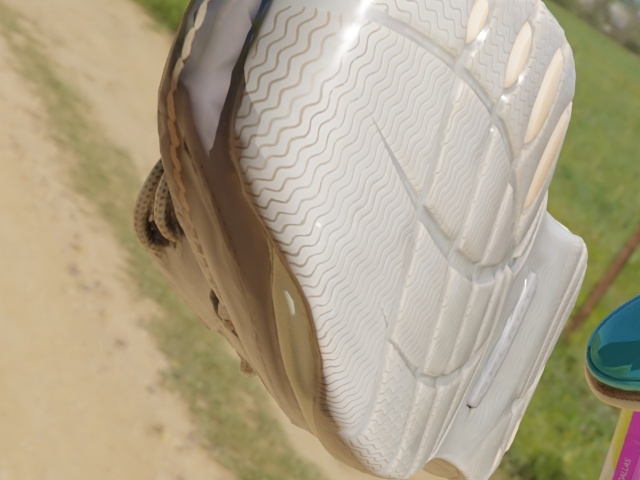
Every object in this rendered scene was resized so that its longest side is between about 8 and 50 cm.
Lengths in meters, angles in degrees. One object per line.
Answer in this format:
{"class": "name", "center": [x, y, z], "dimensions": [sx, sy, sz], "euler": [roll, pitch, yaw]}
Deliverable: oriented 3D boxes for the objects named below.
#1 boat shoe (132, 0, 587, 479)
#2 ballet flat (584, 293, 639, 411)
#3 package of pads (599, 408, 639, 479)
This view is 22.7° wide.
{"class": "boat shoe", "center": [0.000, 0.000, 0.512], "dimensions": [0.130, 0.132, 0.355], "euler": [23, -12, 17]}
{"class": "ballet flat", "center": [0.247, 0.039, 0.760], "dimensions": [0.086, 0.248, 0.086], "euler": [33, 45, -40]}
{"class": "package of pads", "center": [0.295, 0.083, 1.205], "dimensions": [0.101, 0.229, 0.296], "euler": [19, 41, 14]}
